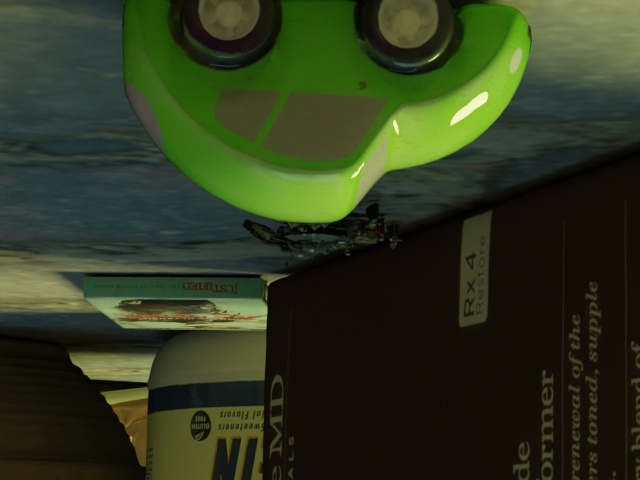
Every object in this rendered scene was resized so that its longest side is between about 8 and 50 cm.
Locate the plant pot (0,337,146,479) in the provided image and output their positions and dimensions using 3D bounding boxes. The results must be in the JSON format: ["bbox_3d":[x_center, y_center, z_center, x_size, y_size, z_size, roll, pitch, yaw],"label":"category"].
[{"bbox_3d":[-0.221,0.120,1.215,0.237,0.109,0.237,0,171,0],"label":"plant pot"}]

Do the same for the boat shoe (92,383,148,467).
[{"bbox_3d":[-0.172,0.144,1.487,0.095,0.095,0.257,24,-172,36],"label":"boat shoe"}]

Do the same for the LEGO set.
[{"bbox_3d":[0.003,0.000,0.726,0.054,0.023,0.083,-8,167,42],"label":"LEGO set"}]

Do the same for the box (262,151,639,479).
[{"bbox_3d":[0.104,0.085,0.737,0.143,0.191,0.381,5,169,-21],"label":"box"}]

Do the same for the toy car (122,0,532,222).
[{"bbox_3d":[-0.063,-0.032,0.449,0.225,0.053,0.239,2,171,-3],"label":"toy car"}]

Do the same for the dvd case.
[{"bbox_3d":[-0.065,0.032,0.963,0.087,0.013,0.119,0,171,3],"label":"dvd case"}]

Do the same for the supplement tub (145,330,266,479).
[{"bbox_3d":[0.012,0.218,1.128,0.235,0.324,0.235,1,171,0],"label":"supplement tub"}]
